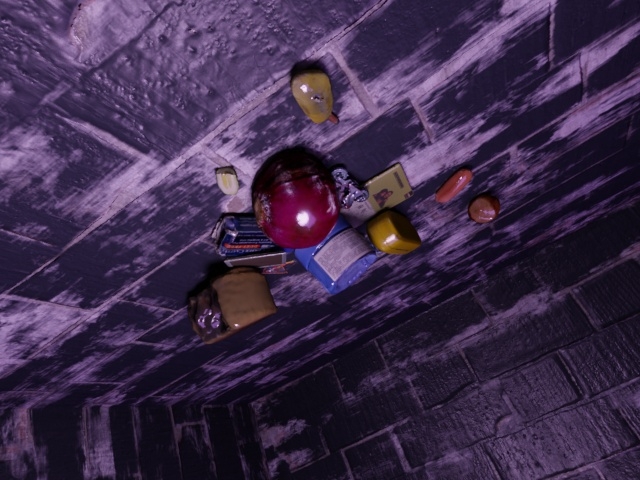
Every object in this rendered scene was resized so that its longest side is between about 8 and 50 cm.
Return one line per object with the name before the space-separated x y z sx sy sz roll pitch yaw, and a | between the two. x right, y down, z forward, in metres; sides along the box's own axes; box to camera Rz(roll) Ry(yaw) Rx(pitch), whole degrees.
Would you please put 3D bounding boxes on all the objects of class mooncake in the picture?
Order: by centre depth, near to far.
mooncake | -0.391 0.277 1.760 0.393 0.246 0.393 -24 166 9

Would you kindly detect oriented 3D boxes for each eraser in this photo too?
eraser | -0.225 -0.017 1.571 0.331 0.102 0.155 0 144 -35

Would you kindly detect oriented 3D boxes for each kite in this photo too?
kite | -0.196 0.121 1.915 0.159 0.010 0.190 -24 152 1

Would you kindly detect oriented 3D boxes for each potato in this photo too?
potato | -0.015 -0.385 1.135 0.105 0.085 0.188 -23 155 3

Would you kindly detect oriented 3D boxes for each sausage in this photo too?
sausage | 0.571 -0.234 1.811 0.077 0.077 0.194 3 142 -38

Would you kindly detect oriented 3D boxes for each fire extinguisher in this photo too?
fire extinguisher | 0.028 -0.372 1.250 0.083 0.022 0.028 24 89 -52

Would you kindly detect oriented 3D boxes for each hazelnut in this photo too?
hazelnut | 0.790 -0.158 2.047 0.143 0.143 0.154 9 145 -44

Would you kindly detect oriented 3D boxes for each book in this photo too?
book | 0.192 -0.159 1.703 0.352 0.035 0.239 -29 149 11

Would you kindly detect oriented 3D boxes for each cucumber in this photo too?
cucumber | -0.287 -0.185 1.319 0.067 0.035 0.107 1 148 -5

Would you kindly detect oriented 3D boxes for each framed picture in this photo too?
framed picture | -0.250 0.082 1.677 0.232 0.019 0.296 -8 170 -7

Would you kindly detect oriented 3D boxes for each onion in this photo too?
onion | -0.064 -0.101 1.381 0.281 0.260 0.337 -10 143 -32

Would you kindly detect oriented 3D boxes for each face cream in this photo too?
face cream | 0.060 0.057 1.642 0.249 0.225 0.249 -35 158 -17

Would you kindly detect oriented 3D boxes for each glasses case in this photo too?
glasses case | 0.311 -0.028 1.842 0.141 0.173 0.371 -32 162 23

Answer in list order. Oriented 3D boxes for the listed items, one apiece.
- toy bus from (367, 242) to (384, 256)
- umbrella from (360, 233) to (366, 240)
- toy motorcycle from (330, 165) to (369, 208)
toy bus | 0.232 0.047 2.042 0.190 0.064 0.075 5 146 -41
umbrella | 0.150 0.026 1.951 0.143 0.067 0.062 -41 176 17
toy motorcycle | 0.084 -0.188 1.540 0.122 0.082 0.213 -38 136 16
